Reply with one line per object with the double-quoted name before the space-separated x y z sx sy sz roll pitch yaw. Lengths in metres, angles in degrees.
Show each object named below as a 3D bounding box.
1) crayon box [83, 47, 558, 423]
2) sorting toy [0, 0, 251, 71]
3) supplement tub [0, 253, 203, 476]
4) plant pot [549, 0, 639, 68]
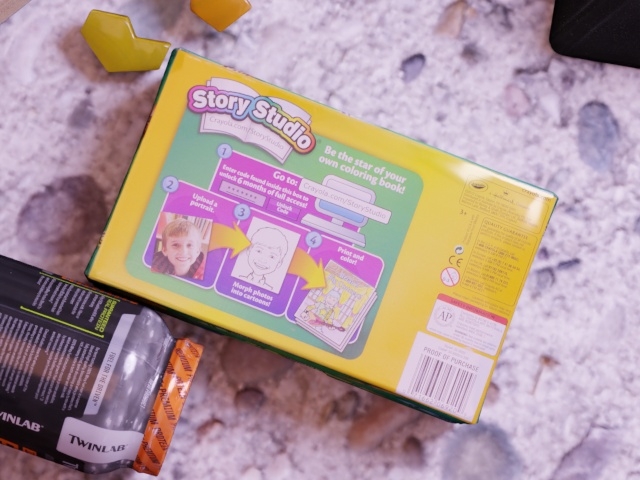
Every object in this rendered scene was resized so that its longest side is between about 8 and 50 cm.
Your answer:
"crayon box" 0.000 0.000 1.058 0.278 0.081 0.165 21 82 -2
"sorting toy" -0.199 -0.238 1.071 0.229 0.041 0.307 -36 101 5
"supplement tub" -0.179 0.080 1.016 0.190 0.117 0.117 20 83 -2
"plant pot" 0.278 -0.219 1.063 0.188 0.167 0.187 10 84 -5
